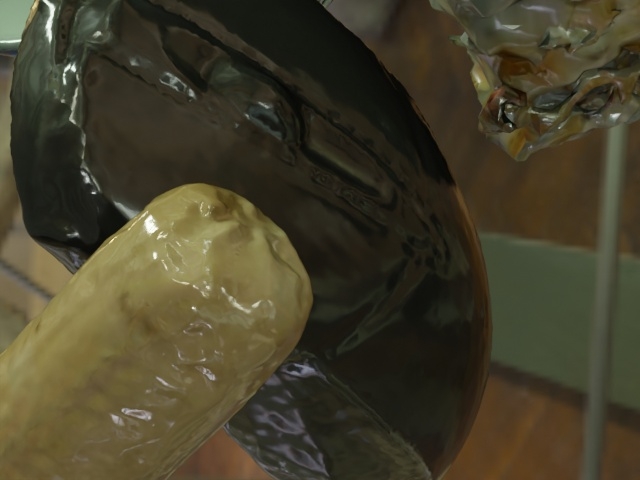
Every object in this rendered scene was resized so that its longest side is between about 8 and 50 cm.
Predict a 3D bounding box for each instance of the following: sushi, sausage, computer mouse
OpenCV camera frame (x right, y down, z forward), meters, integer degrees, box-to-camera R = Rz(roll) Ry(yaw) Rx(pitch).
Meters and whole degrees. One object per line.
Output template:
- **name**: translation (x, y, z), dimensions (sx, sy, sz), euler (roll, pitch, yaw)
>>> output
- **sushi**: translation (0.072, -0.239, 0.774), dimensions (0.417, 0.176, 0.417), euler (62, -172, -14)
- **sausage**: translation (-0.115, 0.088, 0.522), dimensions (0.301, 0.066, 0.066), euler (-39, 44, 27)
- **computer mouse**: translation (0.000, 0.000, 0.631), dimensions (0.086, 0.269, 0.137), euler (-11, 48, 29)

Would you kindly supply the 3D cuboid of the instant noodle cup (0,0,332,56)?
- **instant noodle cup**: translation (-0.138, -0.223, 1.046), dimensions (0.214, 0.296, 0.296), euler (-22, -61, -68)
